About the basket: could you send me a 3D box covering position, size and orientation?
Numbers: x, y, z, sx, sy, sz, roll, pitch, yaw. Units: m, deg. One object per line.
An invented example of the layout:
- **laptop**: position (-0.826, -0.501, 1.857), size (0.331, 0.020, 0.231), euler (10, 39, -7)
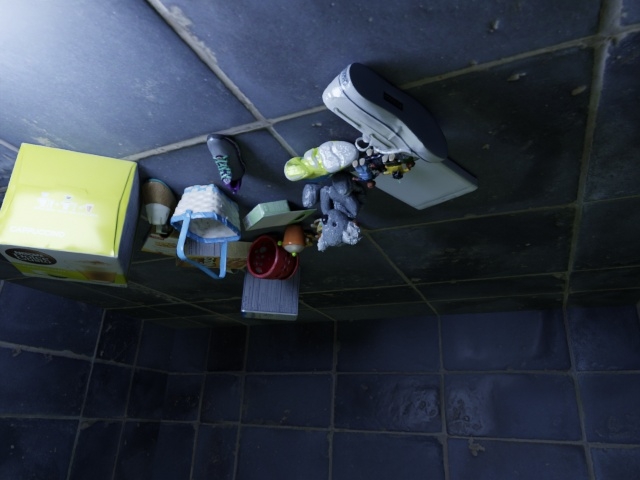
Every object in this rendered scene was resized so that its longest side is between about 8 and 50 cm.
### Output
- **basket**: position (-0.397, -0.030, 1.603), size (0.201, 0.288, 0.254), euler (-10, 152, 17)

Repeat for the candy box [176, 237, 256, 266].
- **candy box**: position (-0.473, 0.063, 2.056), size (0.317, 0.087, 0.183), euler (4, 160, -30)

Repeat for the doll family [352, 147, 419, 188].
- **doll family**: position (0.181, -0.205, 1.280), size (0.193, 0.075, 0.111), euler (0, 155, 29)

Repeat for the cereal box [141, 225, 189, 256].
- **cereal box**: position (-0.699, 0.007, 2.054), size (0.173, 0.047, 0.240), euler (12, 156, -27)

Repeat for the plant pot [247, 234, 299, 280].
- **plant pot**: position (-0.199, 0.085, 2.008), size (0.191, 0.191, 0.174), euler (-15, 157, 37)

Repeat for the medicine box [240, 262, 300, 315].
- **medicine box**: position (-0.256, 0.266, 2.357), size (0.290, 0.263, 0.149), euler (5, 158, -5)

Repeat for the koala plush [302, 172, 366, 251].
- **koala plush**: position (0.062, -0.076, 1.530), size (0.196, 0.221, 0.203), euler (-15, 152, 36)

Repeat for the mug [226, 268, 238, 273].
- **mug**: position (-0.466, 0.132, 2.346), size (0.064, 0.078, 0.062), euler (-3, -168, 36)

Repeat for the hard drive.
- **hard drive**: position (0.296, -0.203, 1.423), size (0.353, 0.047, 0.233), euler (22, 151, -38)

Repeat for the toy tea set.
- **toy tea set**: position (0.000, 0.000, 1.834), size (0.336, 0.124, 0.200), euler (-12, 160, 32)

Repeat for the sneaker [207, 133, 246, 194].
- **sneaker**: position (-0.277, -0.226, 1.360), size (0.083, 0.098, 0.223), euler (-2, 158, 12)

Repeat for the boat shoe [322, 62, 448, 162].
- **boat shoe**: position (0.153, -0.280, 1.131), size (0.367, 0.135, 0.157), euler (22, 151, -33)

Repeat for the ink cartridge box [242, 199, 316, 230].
- **ink cartridge box**: position (-0.156, -0.099, 1.727), size (0.235, 0.056, 0.171), euler (-12, 169, -34)

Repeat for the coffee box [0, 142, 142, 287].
- **coffee box**: position (-0.796, -0.066, 1.496), size (0.338, 0.337, 0.334), euler (8, 157, -15)

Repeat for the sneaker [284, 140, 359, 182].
- **sneaker**: position (0.017, -0.231, 1.363), size (0.240, 0.091, 0.126), euler (-9, 174, 25)

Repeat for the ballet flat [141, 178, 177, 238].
- **ballet flat**: position (-0.593, -0.096, 1.685), size (0.116, 0.124, 0.342), euler (6, 158, -10)
